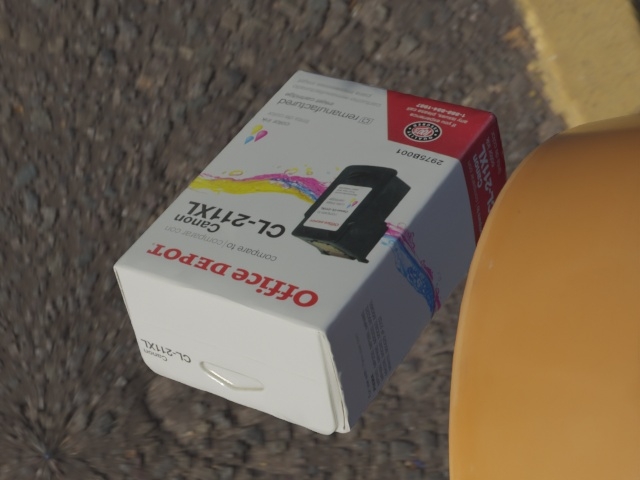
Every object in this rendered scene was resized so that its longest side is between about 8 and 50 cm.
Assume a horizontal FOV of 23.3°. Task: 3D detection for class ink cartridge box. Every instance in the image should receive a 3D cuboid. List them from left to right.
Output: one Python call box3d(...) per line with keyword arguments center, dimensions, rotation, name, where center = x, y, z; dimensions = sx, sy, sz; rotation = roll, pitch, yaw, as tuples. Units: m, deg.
box3d(center=(0.000, 0.000, 0.792), dimensions=(0.127, 0.072, 0.175), rotation=(16, 47, 29), name="ink cartridge box")

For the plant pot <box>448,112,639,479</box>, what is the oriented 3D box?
box3d(center=(0.200, 0.080, 0.461), dimensions=(0.291, 0.203, 0.291), rotation=(24, 58, -47), name="plant pot")
